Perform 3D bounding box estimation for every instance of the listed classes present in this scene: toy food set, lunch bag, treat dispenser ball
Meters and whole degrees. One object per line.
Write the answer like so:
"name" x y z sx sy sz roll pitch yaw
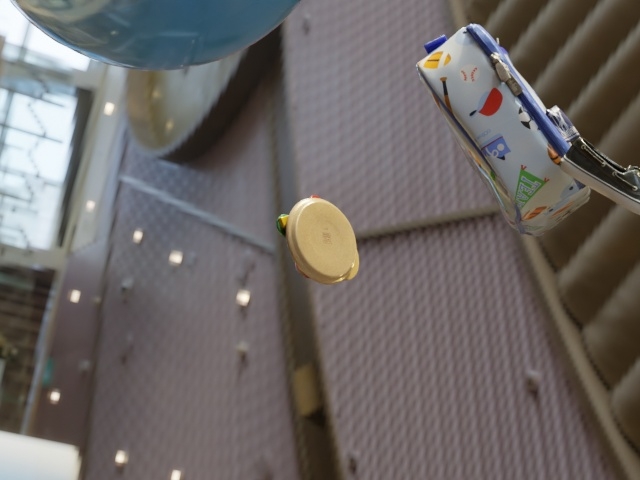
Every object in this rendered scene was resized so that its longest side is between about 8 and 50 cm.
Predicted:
"toy food set" 0.000 0.000 1.276 0.020 0.083 0.083 -24 -96 46
"lunch bag" 0.216 -0.131 1.692 0.115 0.303 0.243 -34 -102 4
"treat dispenser ball" -0.127 -0.275 1.104 0.288 0.288 0.288 -43 -141 49

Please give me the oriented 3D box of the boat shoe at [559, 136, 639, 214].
"boat shoe" 0.323 -0.062 1.516 0.040 0.142 0.049 -64 172 20
